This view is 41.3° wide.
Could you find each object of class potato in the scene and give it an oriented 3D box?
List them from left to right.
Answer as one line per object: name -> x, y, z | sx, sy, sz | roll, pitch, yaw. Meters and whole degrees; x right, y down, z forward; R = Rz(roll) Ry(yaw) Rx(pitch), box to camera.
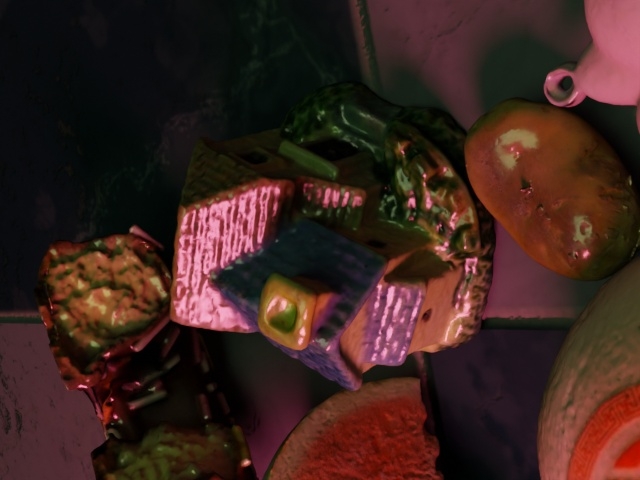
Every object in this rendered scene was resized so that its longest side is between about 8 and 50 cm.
potato -> 0.156, -0.034, 0.560 | 0.138, 0.070, 0.091 | 57, 137, 23

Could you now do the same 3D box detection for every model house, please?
model house -> 0.000, 0.000, 0.629 | 0.214, 0.189, 0.195 | 32, 124, 31

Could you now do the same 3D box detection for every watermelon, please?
watermelon -> -0.001, 0.220, 0.679 | 0.128, 0.231, 0.146 | 50, 144, 14

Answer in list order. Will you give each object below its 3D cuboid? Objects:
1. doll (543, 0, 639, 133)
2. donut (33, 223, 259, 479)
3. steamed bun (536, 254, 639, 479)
doll -> 0.278, -0.121, 0.415 | 0.365, 0.094, 0.160 | -9, 99, 42
donut -> -0.143, 0.175, 0.781 | 0.259, 0.136, 0.345 | 78, 167, -50
steamed bun -> 0.245, 0.133, 0.460 | 0.283, 0.177, 0.283 | 13, 111, 37
